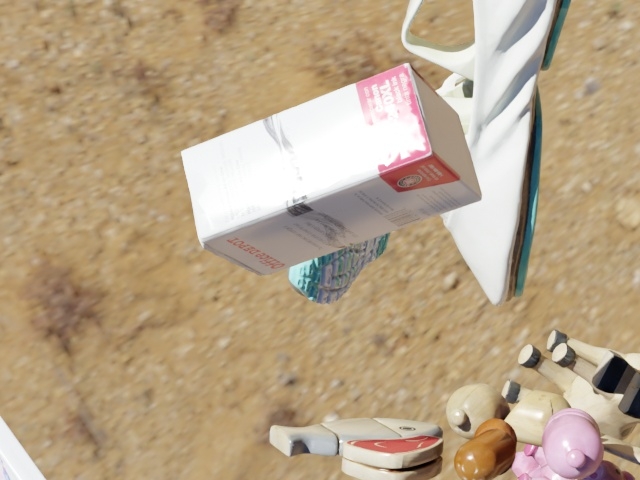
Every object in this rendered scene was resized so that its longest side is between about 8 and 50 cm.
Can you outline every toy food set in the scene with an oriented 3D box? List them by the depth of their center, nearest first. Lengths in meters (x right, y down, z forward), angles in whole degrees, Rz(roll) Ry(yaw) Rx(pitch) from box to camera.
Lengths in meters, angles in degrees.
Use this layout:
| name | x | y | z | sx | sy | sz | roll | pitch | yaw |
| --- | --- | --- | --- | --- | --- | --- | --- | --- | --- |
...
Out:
| name | x | y | z | sx | sy | sz | roll | pitch | yaw |
| --- | --- | --- | --- | --- | --- | --- | --- | --- | --- |
| toy food set | 0.053 | 0.064 | 0.611 | 0.078 | 0.122 | 0.019 | 18 | 106 | 56 |

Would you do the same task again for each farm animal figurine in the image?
| name | x | y | z | sx | sy | sz | roll | pitch | yaw |
| --- | --- | --- | --- | --- | --- | --- | --- | --- | --- |
| farm animal figurine | 0.283 | 0.136 | 1.395 | 0.172 | 0.330 | 0.327 | 24 | 116 | -14 |

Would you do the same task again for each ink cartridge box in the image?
| name | x | y | z | sx | sy | sz | roll | pitch | yaw |
| --- | --- | --- | --- | --- | --- | --- | --- | --- | --- |
| ink cartridge box | 0.007 | -0.039 | 1.104 | 0.150 | 0.109 | 0.063 | -19 | 72 | 15 |

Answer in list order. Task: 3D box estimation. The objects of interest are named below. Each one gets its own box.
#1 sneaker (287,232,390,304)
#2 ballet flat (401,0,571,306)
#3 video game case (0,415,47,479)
| name | x | y | z | sx | sy | sz | roll | pitch | yaw |
| --- | --- | --- | --- | --- | --- | --- | --- | --- | --- |
| sneaker | 0.000 | 0.000 | 1.467 | 0.076 | 0.166 | 0.065 | 19 | 113 | 16 |
| ballet flat | 0.125 | -0.129 | 1.462 | 0.139 | 0.139 | 0.400 | 18 | 126 | 17 |
| video game case | -0.138 | 0.123 | 0.800 | 0.087 | 0.011 | 0.122 | 49 | 146 | 26 |
